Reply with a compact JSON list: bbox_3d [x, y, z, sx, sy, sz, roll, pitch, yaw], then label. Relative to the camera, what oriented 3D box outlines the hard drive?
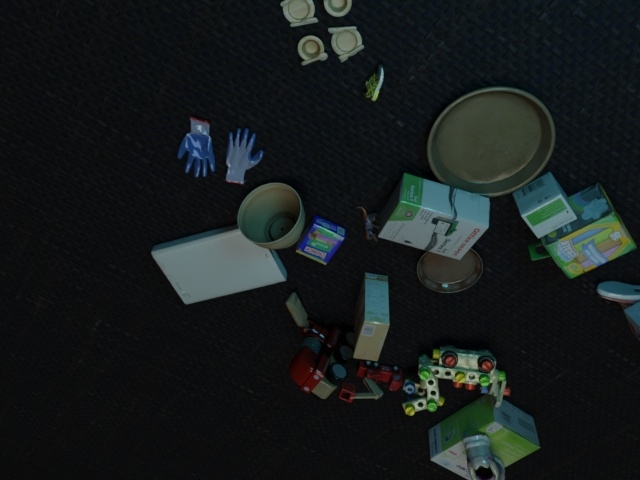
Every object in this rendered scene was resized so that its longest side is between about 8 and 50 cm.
[{"bbox_3d":[-0.270,0.061,1.648,0.308,0.040,0.203,-14,125,15],"label":"hard drive"}]

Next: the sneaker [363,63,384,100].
[{"bbox_3d":[0.113,-0.337,1.307,0.035,0.031,0.083,12,128,-4],"label":"sneaker"}]

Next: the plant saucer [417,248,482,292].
[{"bbox_3d":[0.337,0.067,1.603,0.169,0.029,0.168,2,128,3],"label":"plant saucer"}]

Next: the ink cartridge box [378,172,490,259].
[{"bbox_3d":[0.268,-0.053,1.453,0.220,0.092,0.160,16,146,-6],"label":"ink cartridge box"}]

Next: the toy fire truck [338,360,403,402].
[{"bbox_3d":[0.154,0.428,1.834,0.192,0.135,0.047,12,128,-4],"label":"toy fire truck"}]

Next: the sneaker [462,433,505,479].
[{"bbox_3d":[0.503,0.710,1.884,0.103,0.111,0.252,-20,124,20],"label":"sneaker"}]

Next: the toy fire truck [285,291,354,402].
[{"bbox_3d":[-0.026,0.285,1.705,0.246,0.217,0.158,33,125,-2],"label":"toy fire truck"}]

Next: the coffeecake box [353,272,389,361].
[{"bbox_3d":[0.134,0.201,1.627,0.068,0.185,0.142,10,128,-3],"label":"coffeecake box"}]

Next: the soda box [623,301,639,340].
[{"bbox_3d":[0.925,0.161,1.539,0.286,0.091,0.098,-31,121,7],"label":"soda box"}]

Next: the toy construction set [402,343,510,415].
[{"bbox_3d":[0.408,0.413,1.790,0.328,0.151,0.214,2,104,-6],"label":"toy construction set"}]

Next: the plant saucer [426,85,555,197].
[{"bbox_3d":[0.376,-0.219,1.369,0.278,0.041,0.277,2,127,3],"label":"plant saucer"}]

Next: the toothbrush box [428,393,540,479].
[{"bbox_3d":[0.521,0.639,1.976,0.206,0.122,0.283,33,125,-19],"label":"toothbrush box"}]

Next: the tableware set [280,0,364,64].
[{"bbox_3d":[0.005,-0.436,1.246,0.141,0.020,0.168,-11,126,13],"label":"tableware set"}]

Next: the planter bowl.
[{"bbox_3d":[-0.106,-0.045,1.492,0.162,0.162,0.109,-11,154,13],"label":"planter bowl"}]

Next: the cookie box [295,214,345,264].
[{"bbox_3d":[0.000,0.000,1.574,0.092,0.040,0.107,24,127,-14],"label":"cookie box"}]

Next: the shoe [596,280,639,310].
[{"bbox_3d":[0.805,0.159,1.609,0.178,0.063,0.081,4,123,-4],"label":"shoe"}]

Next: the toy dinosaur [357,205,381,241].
[{"bbox_3d":[0.125,-0.039,1.547,0.090,0.047,0.082,42,137,15],"label":"toy dinosaur"}]

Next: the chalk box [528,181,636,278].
[{"bbox_3d":[0.601,-0.010,1.454,0.213,0.132,0.132,-31,119,27],"label":"chalk box"}]

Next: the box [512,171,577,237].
[{"bbox_3d":[0.519,-0.082,1.424,0.101,0.102,0.087,-31,121,25],"label":"box"}]

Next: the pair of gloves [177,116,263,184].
[{"bbox_3d":[-0.237,-0.207,1.447,0.198,0.023,0.159,14,128,-4],"label":"pair of gloves"}]
